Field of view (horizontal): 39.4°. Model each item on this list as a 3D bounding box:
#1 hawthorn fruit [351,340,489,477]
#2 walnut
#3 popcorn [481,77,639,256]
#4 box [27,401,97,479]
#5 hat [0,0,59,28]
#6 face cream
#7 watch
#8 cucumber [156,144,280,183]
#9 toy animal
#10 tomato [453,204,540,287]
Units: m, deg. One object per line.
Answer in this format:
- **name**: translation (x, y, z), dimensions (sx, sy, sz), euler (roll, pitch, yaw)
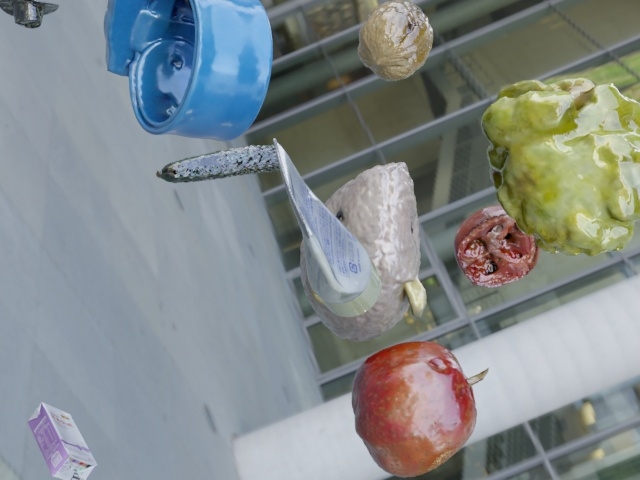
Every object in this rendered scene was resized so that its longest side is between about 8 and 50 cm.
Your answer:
- **hawthorn fruit**: translation (0.143, 0.224, 1.234), dimensions (0.179, 0.200, 0.179), euler (-22, 90, -87)
- **walnut**: translation (0.152, -0.412, 1.857), dimensions (0.184, 0.155, 0.155), euler (-56, 132, -45)
- **popcorn**: translation (0.344, -0.108, 1.218), dimensions (0.250, 0.234, 0.242), euler (-22, 102, -63)
- **box**: translation (-0.325, 0.254, 1.122), dimensions (0.050, 0.036, 0.117), euler (38, 1, -43)
- **hat**: translation (-0.577, -0.447, 1.760), dimensions (0.121, 0.121, 0.051), euler (58, 34, -80)
- **face cream**: translation (0.000, 0.000, 0.898), dimensions (0.224, 0.070, 0.114), euler (56, 11, -56)
- **watch**: translation (-0.176, -0.311, 1.362), dimensions (0.275, 0.241, 0.305), euler (58, -46, 39)
- **cucumber**: translation (-0.214, -0.164, 1.932), dimensions (0.067, 0.293, 0.068), euler (23, -62, 52)
- **toy animal**: translation (0.060, 0.044, 1.416), dimensions (0.358, 0.188, 0.227), euler (103, -11, -60)
- **tomato**: translation (0.426, -0.001, 2.189), dimensions (0.101, 0.227, 0.228), euler (-116, -178, -54)
